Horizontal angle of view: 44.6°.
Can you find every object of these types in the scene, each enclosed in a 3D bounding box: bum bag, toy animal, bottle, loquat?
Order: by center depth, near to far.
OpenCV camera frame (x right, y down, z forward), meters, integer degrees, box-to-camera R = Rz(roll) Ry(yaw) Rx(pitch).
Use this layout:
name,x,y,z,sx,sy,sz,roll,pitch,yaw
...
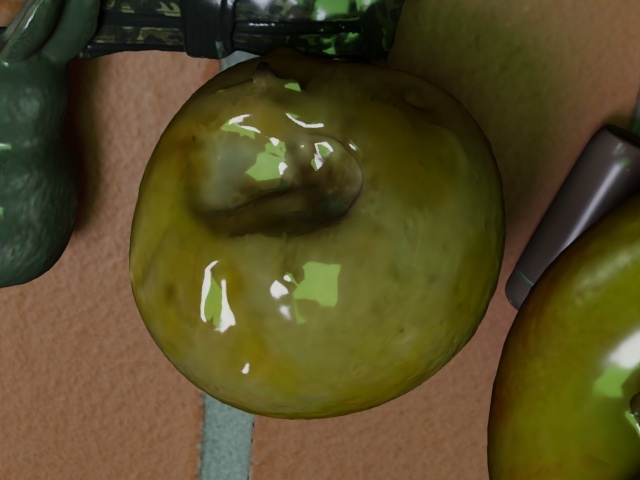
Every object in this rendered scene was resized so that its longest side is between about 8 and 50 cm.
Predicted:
name,x,y,z,sx,sy,sz,roll,pitch,yaw
loquat,0.000,0.000,0.483,0.243,0.244,0.244,4,114,9
bum bag,-0.066,-0.168,0.507,0.248,0.069,0.102,3,129,11
bottle,0.179,-0.008,0.537,0.053,0.053,0.140,24,115,0
toy animal,-0.219,-0.080,0.552,0.108,0.138,0.236,29,108,25

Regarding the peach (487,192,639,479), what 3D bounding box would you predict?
name,x,y,z,sx,sy,sz,roll,pitch,yaw
peach,0.282,0.121,0.407,0.370,0.370,0.370,4,114,9
